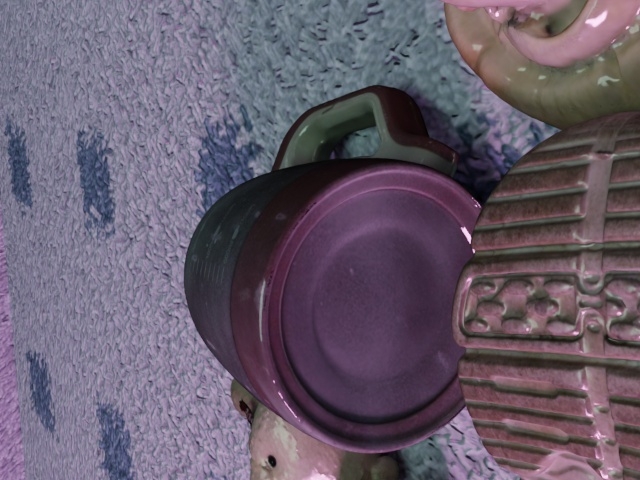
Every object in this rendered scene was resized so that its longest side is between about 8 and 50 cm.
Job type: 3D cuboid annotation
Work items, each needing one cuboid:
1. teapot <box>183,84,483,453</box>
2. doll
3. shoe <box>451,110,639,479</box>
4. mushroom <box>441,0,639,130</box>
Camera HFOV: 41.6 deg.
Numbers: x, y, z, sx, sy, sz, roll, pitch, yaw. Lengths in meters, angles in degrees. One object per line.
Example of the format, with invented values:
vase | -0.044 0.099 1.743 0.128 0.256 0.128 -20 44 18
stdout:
teapot | 0.000 0.000 0.786 0.312 0.233 0.314 13 78 60
doll | -0.044 0.229 0.952 0.175 0.149 0.278 41 163 -14
shoe | 0.202 0.097 0.491 0.172 0.198 0.350 14 112 52
mushroom | 0.153 -0.181 0.477 0.260 0.234 0.253 13 104 55
